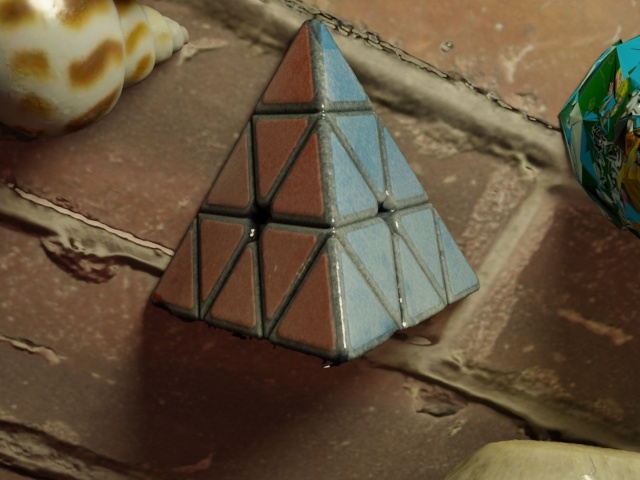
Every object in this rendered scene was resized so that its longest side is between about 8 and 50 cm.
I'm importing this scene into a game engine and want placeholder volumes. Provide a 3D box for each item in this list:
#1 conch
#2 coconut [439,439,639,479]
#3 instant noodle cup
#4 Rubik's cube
[{"bbox_3d":[-0.235,-0.157,0.841,0.274,0.182,0.149,18,73,-26],"label":"conch"},{"bbox_3d":[0.245,0.396,1.025,0.415,0.344,0.416,0,81,-3],"label":"coconut"},{"bbox_3d":[0.345,-0.068,0.925,0.240,0.178,0.240,-2,117,-4],"label":"instant noodle cup"},{"bbox_3d":[-0.001,0.001,0.942,0.228,0.228,0.233,38,67,16],"label":"Rubik's cube"}]
